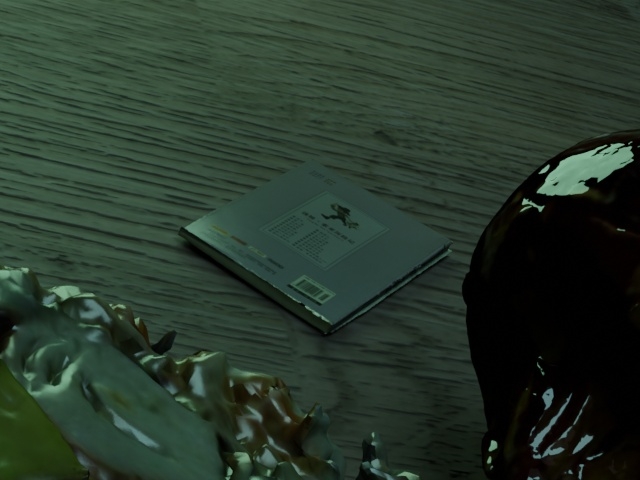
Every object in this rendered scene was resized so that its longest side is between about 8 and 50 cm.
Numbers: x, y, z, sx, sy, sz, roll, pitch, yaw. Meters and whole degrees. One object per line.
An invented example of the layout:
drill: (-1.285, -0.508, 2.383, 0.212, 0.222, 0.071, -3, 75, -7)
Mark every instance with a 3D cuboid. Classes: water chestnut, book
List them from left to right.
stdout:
book: (0.000, 0.000, 1.262, 0.127, 0.014, 0.182, 32, 30, 17)
water chestnut: (0.185, 0.079, 0.988, 0.300, 0.300, 0.300, 17, 29, -10)

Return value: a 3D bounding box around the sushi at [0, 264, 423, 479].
sushi: (-0.125, 0.147, 0.749, 0.417, 0.176, 0.417, 17, 29, -10)
